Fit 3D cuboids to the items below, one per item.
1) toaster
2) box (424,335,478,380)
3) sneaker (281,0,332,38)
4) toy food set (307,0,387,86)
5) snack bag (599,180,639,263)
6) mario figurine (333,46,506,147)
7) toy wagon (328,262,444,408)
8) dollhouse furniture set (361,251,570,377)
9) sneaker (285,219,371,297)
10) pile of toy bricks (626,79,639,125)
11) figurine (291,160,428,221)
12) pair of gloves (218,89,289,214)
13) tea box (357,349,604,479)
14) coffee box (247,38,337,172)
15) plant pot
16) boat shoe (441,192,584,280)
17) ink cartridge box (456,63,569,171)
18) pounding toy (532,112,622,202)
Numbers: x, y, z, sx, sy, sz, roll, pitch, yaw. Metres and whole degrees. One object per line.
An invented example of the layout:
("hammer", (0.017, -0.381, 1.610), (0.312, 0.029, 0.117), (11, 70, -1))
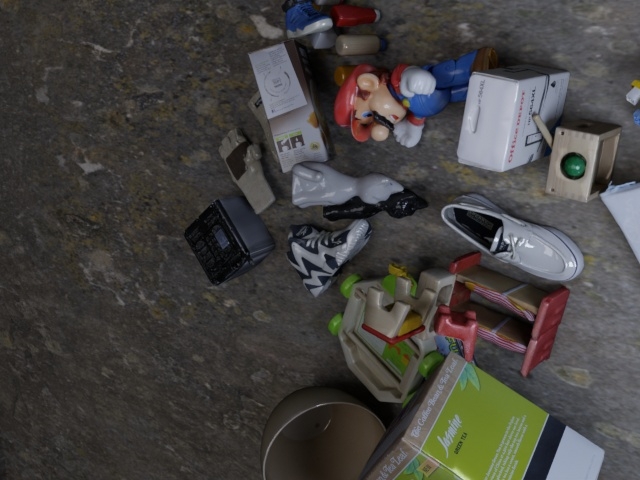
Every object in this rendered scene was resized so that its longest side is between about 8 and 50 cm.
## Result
("toaster", (-0.215, 0.005, 1.840), (0.168, 0.110, 0.185), (-40, 77, 41))
("box", (0.261, 0.257, 1.577), (0.114, 0.036, 0.207), (-21, 90, 41))
("sneaker", (-0.029, -0.437, 1.485), (0.152, 0.058, 0.084), (-160, 56, -66))
("toy food set", (0.052, -0.414, 1.517), (0.232, 0.105, 0.111), (65, 148, 28))
("snack bag", (0.600, 0.036, 1.128), (0.342, 0.037, 0.323), (60, 153, -4))
("mario figurine", (0.170, -0.235, 1.393), (0.321, 0.170, 0.198), (-6, 125, 31))
("toy wagon", (0.142, 0.181, 1.586), (0.267, 0.068, 0.344), (44, 137, 31))
("dollhouse furniture set", (0.250, 0.148, 1.331), (0.201, 0.374, 0.152), (25, 114, 33))
("sneaker", (0.000, 0.000, 1.671), (0.153, 0.094, 0.235), (44, 138, 9))
("pile of toy bricks", (0.572, -0.180, 1.154), (0.105, 0.118, 0.212), (-45, 58, 4))
("figurine", (0.077, -0.092, 1.496), (0.209, 0.215, 0.092), (4, 82, 28))
("pair of gloves", (-0.126, -0.201, 1.748), (0.204, 0.042, 0.240), (54, 126, 18))
("tea box", (0.267, 0.432, 1.410), (0.323, 0.220, 0.329), (33, 140, 8))
("coffee box", (-0.053, -0.270, 1.580), (0.098, 0.141, 0.246), (-15, 95, 11))
("plant pot", (-0.012, 0.437, 1.739), (0.191, 0.284, 0.284), (-131, 41, -63))
("boat shoe", (0.338, -0.004, 1.395), (0.267, 0.088, 0.096), (36, 124, 26))
("ink cartridge box", (0.318, -0.204, 1.271), (0.086, 0.203, 0.148), (21, 117, 34))
("pounding toy", (0.408, -0.141, 1.257), (0.100, 0.141, 0.130), (19, 115, 35))
